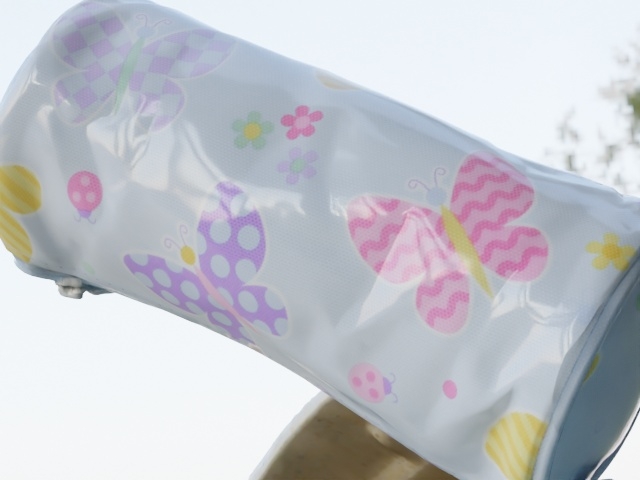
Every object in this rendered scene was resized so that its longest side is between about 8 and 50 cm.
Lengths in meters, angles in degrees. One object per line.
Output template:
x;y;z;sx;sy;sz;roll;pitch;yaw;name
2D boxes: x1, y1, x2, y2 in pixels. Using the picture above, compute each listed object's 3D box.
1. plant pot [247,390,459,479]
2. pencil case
0.124;0.263;0.808;0.305;0.334;0.334;25;-28;-24;plant pot
0.000;0.000;0.591;0.273;0.124;0.113;23;-11;24;pencil case
